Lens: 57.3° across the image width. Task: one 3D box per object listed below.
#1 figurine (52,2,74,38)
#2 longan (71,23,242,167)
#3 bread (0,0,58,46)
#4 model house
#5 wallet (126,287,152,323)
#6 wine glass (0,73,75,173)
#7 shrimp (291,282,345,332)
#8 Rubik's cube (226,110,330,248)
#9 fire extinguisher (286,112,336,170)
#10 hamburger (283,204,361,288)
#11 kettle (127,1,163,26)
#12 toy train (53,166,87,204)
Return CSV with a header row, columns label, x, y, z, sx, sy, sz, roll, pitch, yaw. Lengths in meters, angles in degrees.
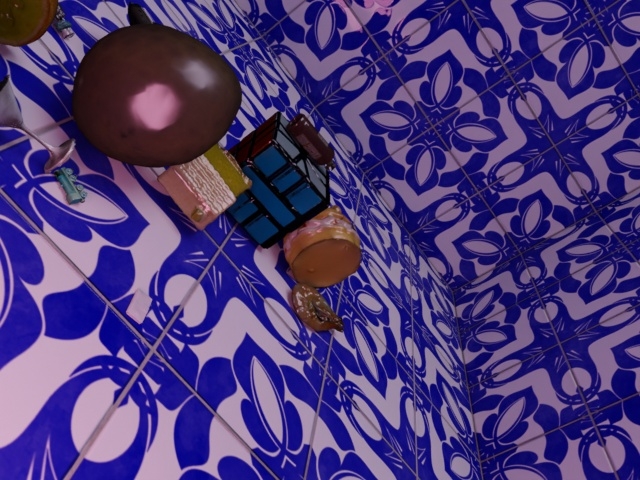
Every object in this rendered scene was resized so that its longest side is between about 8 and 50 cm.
label,x,y,z,sx,sy,sz,roll,pitch,yaw
figurine,-0.710,-0.595,1.576,0.060,0.047,0.106,-42,108,-34
longan,-0.398,-0.347,1.416,0.404,0.405,0.336,-65,151,-67
bread,-0.689,-0.544,1.273,0.236,0.236,0.070,46,23,-27
model house,-0.323,-0.152,1.600,0.193,0.175,0.234,53,17,-12
wallet,-0.387,0.139,1.252,0.044,0.011,0.083,48,21,-23
wine glass,-0.594,-0.226,1.182,0.183,0.122,0.122,43,24,-37
shrimp,-0.003,0.240,1.918,0.267,0.061,0.145,45,32,-38
Rubik's cube,-0.158,-0.193,1.887,0.288,0.283,0.293,50,22,-22
fire extinguisher,-0.017,-0.305,1.894,0.231,0.071,0.099,46,-8,-30
hamburger,0.000,0.000,2.000,0.276,0.276,0.236,37,29,-44
kettle,-0.474,-0.533,1.721,0.324,0.228,0.321,56,-9,22
toy train,-0.541,-0.118,1.264,0.092,0.029,0.045,55,35,8
